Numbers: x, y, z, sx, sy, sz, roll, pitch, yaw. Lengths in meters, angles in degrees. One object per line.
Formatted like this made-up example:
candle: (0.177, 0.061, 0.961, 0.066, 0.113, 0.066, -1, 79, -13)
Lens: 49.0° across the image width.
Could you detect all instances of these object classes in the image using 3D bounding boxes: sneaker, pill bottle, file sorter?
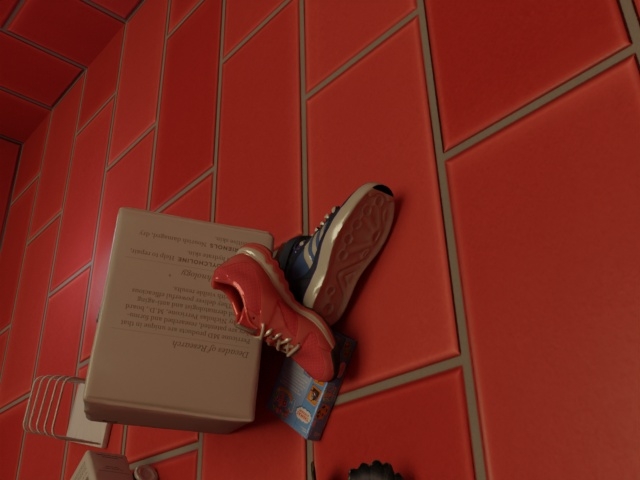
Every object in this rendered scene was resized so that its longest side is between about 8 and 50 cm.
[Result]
sneaker: (-0.094, 0.158, 1.339, 0.314, 0.136, 0.116, 51, 140, 9)
sneaker: (0.000, 0.000, 1.458, 0.236, 0.130, 0.323, 34, 102, 52)
pill bottle: (-0.468, 0.633, 1.789, 0.116, 0.065, 0.065, -56, 38, 18)
file sorter: (-0.762, 0.510, 2.132, 0.278, 0.173, 0.193, -12, 63, 49)

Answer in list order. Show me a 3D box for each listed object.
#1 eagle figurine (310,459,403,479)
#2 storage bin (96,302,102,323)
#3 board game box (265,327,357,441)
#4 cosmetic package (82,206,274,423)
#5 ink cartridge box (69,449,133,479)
eagle figurine: (0.030, 0.526, 1.154, 0.226, 0.225, 0.298, 18, 49, 15)
storage bin: (-0.611, 0.226, 2.125, 0.091, 0.135, 0.098, -10, 65, 60)
board game box: (-0.022, 0.274, 1.426, 0.160, 0.039, 0.211, 21, 88, 53)
cosmetic package: (-0.307, 0.190, 1.509, 0.329, 0.327, 0.393, 131, 147, -64)
ink cartridge box: (-0.529, 0.679, 1.688, 0.201, 0.117, 0.278, -59, 37, 11)
